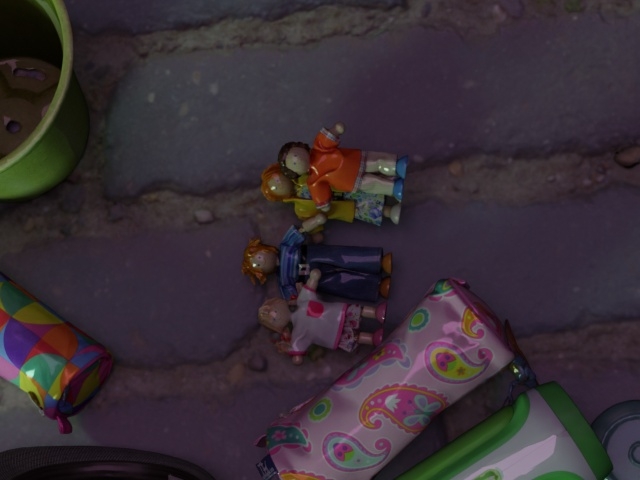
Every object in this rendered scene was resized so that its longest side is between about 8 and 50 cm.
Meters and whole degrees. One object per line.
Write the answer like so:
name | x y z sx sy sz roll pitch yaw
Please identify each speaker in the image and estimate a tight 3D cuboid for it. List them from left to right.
speaker | 0.145 0.268 1.602 0.296 0.131 0.131 -33 75 0

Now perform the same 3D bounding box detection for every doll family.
doll family | 0.000 0.000 1.707 0.163 0.118 0.263 8 96 3

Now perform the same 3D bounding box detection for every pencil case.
pencil case | -0.339 0.103 1.720 0.236 0.104 0.104 36 84 15
pencil case | 0.067 0.162 1.624 0.284 0.124 0.124 -41 75 8

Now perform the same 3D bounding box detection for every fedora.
fedora | -0.230 0.309 1.618 0.275 0.244 0.124 2 106 -1

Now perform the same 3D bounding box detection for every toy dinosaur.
toy dinosaur | 0.218 0.137 1.671 0.082 0.047 0.090 31 71 -5

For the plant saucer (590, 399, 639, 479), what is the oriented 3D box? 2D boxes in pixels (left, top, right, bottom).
plant saucer | 0.334 0.224 1.644 0.119 0.021 0.119 -2 77 7

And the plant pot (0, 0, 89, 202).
plant pot | -0.369 -0.156 1.702 0.276 0.254 0.276 -1 77 6
